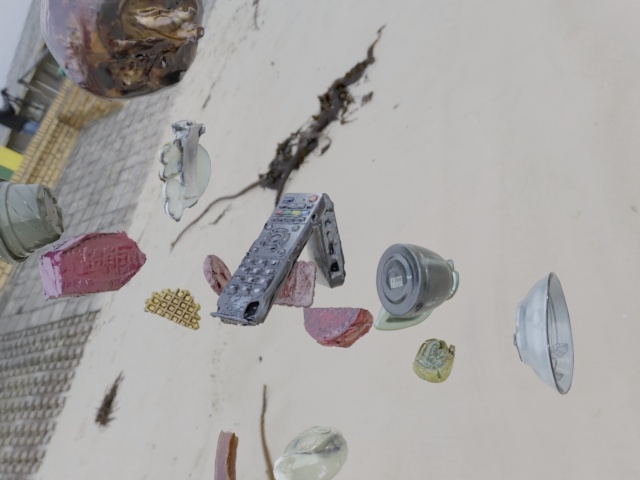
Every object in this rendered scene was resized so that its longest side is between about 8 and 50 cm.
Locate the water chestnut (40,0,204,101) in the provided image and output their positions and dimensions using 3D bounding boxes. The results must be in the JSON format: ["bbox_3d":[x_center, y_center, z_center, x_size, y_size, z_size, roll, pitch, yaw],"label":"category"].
[{"bbox_3d":[-0.371,-0.437,1.081,0.347,0.335,0.335,29,91,22],"label":"water chestnut"}]

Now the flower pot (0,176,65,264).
[{"bbox_3d":[-0.747,-0.062,1.354,0.235,0.141,0.235,166,90,-82],"label":"flower pot"}]

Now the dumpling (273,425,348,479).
[{"bbox_3d":[-0.013,0.694,1.614,0.187,0.318,0.242,0,85,30],"label":"dumpling"}]

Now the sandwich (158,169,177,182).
[{"bbox_3d":[-0.376,-0.194,1.382,0.105,0.035,0.093,-47,10,-19],"label":"sandwich"}]

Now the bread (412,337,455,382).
[{"bbox_3d":[0.355,0.369,1.658,0.118,0.064,0.156,10,39,20],"label":"bread"}]

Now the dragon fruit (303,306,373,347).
[{"bbox_3d":[0.087,0.361,2.092,0.317,0.205,0.151,-9,62,44],"label":"dragon fruit"}]

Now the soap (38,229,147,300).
[{"bbox_3d":[-0.635,0.064,1.507,0.112,0.289,0.181,-9,86,33],"label":"soap"}]

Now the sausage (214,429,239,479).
[{"bbox_3d":[-0.322,0.812,1.831,0.103,0.076,0.301,-36,49,40],"label":"sausage"}]

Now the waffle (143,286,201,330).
[{"bbox_3d":[-0.515,0.244,1.851,0.046,0.192,0.160,167,96,-76],"label":"waffle"}]

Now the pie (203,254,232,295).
[{"bbox_3d":[-0.314,0.110,1.636,0.036,0.154,0.154,-26,37,9],"label":"pie"}]

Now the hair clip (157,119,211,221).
[{"bbox_3d":[-0.234,-0.125,0.940,0.049,0.116,0.172,22,121,30],"label":"hair clip"}]

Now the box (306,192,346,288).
[{"bbox_3d":[0.000,0.000,1.679,0.289,0.073,0.289,178,81,-78],"label":"box"}]

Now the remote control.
[{"bbox_3d":[-0.103,0.036,1.243,0.145,0.062,0.398,5,48,31],"label":"remote control"}]

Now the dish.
[{"bbox_3d":[0.579,0.240,1.396,0.106,0.316,0.316,-7,57,34],"label":"dish"}]

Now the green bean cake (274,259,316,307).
[{"bbox_3d":[-0.080,0.123,1.510,0.056,0.136,0.135,103,173,-76],"label":"green bean cake"}]

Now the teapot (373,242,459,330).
[{"bbox_3d":[0.333,0.174,1.782,0.240,0.240,0.321,20,103,61],"label":"teapot"}]
